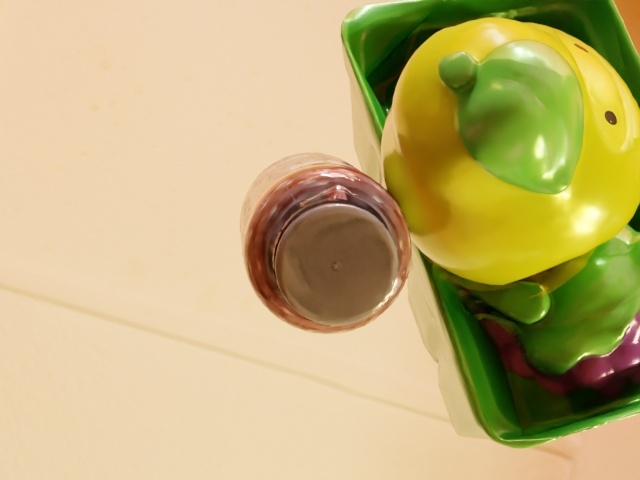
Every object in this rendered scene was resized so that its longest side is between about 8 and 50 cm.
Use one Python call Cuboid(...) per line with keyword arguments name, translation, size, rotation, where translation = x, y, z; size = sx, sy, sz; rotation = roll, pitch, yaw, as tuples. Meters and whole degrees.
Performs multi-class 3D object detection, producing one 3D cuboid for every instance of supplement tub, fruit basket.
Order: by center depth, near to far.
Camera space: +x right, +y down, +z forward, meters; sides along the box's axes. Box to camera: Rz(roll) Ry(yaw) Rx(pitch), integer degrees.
Cuboid(name="supplement tub", translation=(0.000, 0.000, 0.673), size=(0.106, 0.198, 0.106), rotation=(-1, -81, -5))
Cuboid(name="fruit basket", translation=(0.160, -0.047, 0.761), size=(0.282, 0.392, 0.392), rotation=(-12, -83, -16))
